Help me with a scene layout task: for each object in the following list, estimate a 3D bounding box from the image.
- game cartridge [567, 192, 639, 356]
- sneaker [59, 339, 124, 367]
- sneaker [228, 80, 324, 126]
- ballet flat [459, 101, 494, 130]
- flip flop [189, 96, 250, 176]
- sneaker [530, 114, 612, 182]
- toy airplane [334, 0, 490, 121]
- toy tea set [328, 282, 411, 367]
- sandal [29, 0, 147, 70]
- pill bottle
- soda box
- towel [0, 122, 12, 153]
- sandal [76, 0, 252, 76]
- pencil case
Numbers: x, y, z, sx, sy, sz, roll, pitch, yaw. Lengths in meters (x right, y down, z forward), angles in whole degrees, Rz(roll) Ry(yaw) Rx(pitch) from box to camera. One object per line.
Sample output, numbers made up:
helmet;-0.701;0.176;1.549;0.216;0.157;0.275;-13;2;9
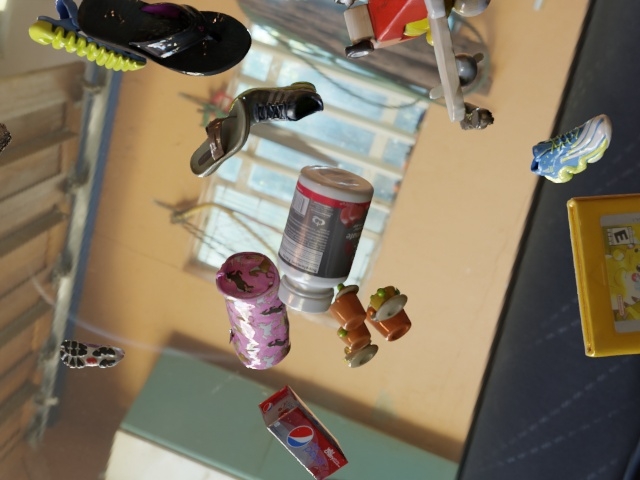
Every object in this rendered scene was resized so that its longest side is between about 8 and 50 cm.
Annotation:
game cartridge;0.617;0.052;1.397;0.052;0.324;0.285;95;170;-82
sneaker;-0.577;0.289;1.990;0.071;0.170;0.068;8;-91;-80
sneaker;-0.126;-0.394;2.309;0.121;0.300;0.111;44;147;53
ballet flat;0.455;-0.363;2.304;0.250;0.058;0.084;-111;19;-78
flip flop;-0.271;-0.263;2.038;0.277;0.080;0.112;-38;57;37
sneaker;0.582;-0.213;1.864;0.240;0.126;0.091;116;152;-56
toy airplane;0.215;-0.476;1.495;0.384;0.273;0.386;-120;27;-44
toy tea set;0.103;0.166;1.852;0.200;0.124;0.336;-33;-28;-8
sandal;-0.608;-0.555;2.118;0.126;0.317;0.138;1;76;53
pill bottle;0.000;0.000;1.819;0.176;0.176;0.318;-53;-19;-68
soda box;-0.039;0.466;1.890;0.092;0.263;0.083;-35;36;0
towel;-0.788;-0.164;1.617;0.049;0.187;0.282;117;178;-59
sandal;-0.390;-0.508;1.901;0.107;0.446;0.167;52;-128;-80
pencil case;-0.172;0.187;2.055;0.167;0.160;0.386;-22;-34;-14
